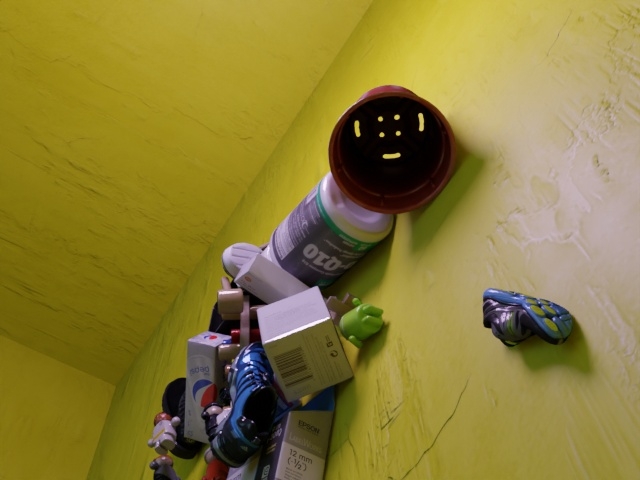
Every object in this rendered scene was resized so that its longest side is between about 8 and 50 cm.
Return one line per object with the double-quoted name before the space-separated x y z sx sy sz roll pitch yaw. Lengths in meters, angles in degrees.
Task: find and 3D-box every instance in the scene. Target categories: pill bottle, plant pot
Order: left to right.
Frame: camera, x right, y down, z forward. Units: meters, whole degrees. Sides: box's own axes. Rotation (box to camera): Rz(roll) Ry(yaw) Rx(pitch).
"plant pot" -0.207 0.220 2.065 0.188 0.167 0.187 -53 19 26
"pill bottle" -0.144 0.383 1.630 0.180 0.108 0.108 -37 19 0
"pill bottle" 0.000 0.000 1.764 0.361 0.204 0.204 -45 23 43
"plant pot" 0.161 -0.234 1.628 0.272 0.272 0.265 -54 10 22

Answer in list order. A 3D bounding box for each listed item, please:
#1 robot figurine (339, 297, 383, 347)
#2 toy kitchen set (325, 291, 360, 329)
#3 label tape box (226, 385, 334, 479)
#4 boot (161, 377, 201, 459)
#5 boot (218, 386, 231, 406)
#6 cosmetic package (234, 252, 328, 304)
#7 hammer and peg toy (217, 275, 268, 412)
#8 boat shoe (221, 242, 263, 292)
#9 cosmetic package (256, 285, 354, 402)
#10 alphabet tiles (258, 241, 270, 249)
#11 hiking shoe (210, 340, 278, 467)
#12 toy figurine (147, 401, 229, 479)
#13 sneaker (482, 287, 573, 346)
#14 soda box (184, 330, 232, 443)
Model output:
"robot figurine" 0.084 0.173 1.480 0.115 0.067 0.101 -39 40 52
"toy kitchen set" 0.037 0.146 1.654 0.083 0.068 0.075 -56 18 13
"label tape box" -0.094 0.465 1.449 0.249 0.115 0.347 -45 25 41
"boot" -0.378 0.473 2.196 0.260 0.131 0.348 -63 26 18
"boot" -0.226 0.424 1.907 0.045 0.099 0.121 -61 17 2
"cosmetic package" -0.085 0.132 1.729 0.099 0.239 0.060 -37 22 53
"hammer and peg toy" -0.184 0.252 1.770 0.266 0.128 0.361 -103 12 -66
"boat shoe" -0.177 0.104 1.939 0.119 0.335 0.121 -23 63 23
"cosmetic package" -0.037 0.217 1.519 0.152 0.151 0.183 -21 21 -2
"alphabet tiles" -0.103 0.001 2.082 0.285 0.011 0.342 -25 -5 -33
"hiking shoe" -0.127 0.323 1.475 0.132 0.113 0.304 -38 28 32
"toy figurine" -0.332 0.530 1.810 0.148 0.210 0.213 -122 30 -65
"sneaker" 0.291 0.118 1.011 0.188 0.067 0.078 -161 78 -71
"soda box" -0.306 0.401 1.940 0.098 0.091 0.286 -20 -63 -66
